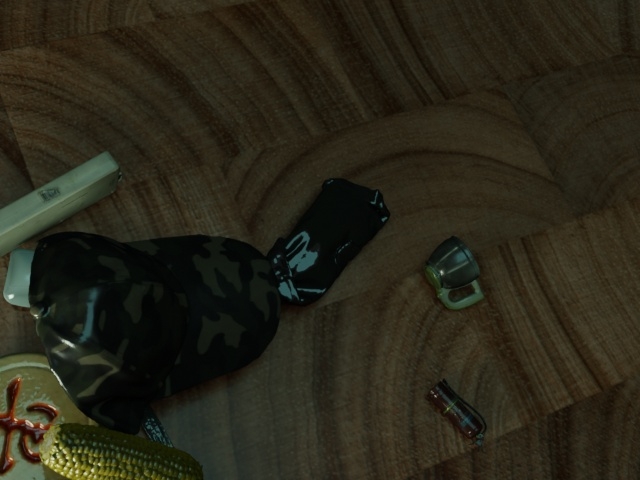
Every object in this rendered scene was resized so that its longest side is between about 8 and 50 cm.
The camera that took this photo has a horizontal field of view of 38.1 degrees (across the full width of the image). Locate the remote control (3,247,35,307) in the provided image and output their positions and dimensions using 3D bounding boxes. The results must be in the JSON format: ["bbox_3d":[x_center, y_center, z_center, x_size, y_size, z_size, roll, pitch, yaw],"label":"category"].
[{"bbox_3d":[-0.376,0.072,1.563,0.293,0.051,0.103,8,59,-14],"label":"remote control"}]

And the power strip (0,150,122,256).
[{"bbox_3d":[-0.493,-0.035,1.548,0.367,0.106,0.043,-35,81,-27],"label":"power strip"}]

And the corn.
[{"bbox_3d":[-0.285,0.332,1.362,0.260,0.091,0.091,27,63,-35],"label":"corn"}]

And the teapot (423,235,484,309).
[{"bbox_3d":[0.246,0.063,1.726,0.090,0.092,0.124,-31,70,-9],"label":"teapot"}]

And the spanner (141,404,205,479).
[{"bbox_3d":[-0.253,0.326,1.493,0.093,0.026,0.325,-26,74,-26],"label":"spanner"}]

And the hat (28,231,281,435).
[{"bbox_3d":[-0.248,0.087,1.464,0.381,0.257,0.366,-22,72,-13],"label":"hat"}]

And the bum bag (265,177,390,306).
[{"bbox_3d":[0.000,0.000,1.693,0.142,0.079,0.326,44,58,-1],"label":"bum bag"}]

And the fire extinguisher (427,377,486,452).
[{"bbox_3d":[0.246,0.309,1.637,0.056,0.039,0.132,-42,82,-19],"label":"fire extinguisher"}]

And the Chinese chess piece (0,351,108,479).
[{"bbox_3d":[-0.448,0.292,1.412,0.250,0.097,0.251,6,63,-13],"label":"Chinese chess piece"}]
